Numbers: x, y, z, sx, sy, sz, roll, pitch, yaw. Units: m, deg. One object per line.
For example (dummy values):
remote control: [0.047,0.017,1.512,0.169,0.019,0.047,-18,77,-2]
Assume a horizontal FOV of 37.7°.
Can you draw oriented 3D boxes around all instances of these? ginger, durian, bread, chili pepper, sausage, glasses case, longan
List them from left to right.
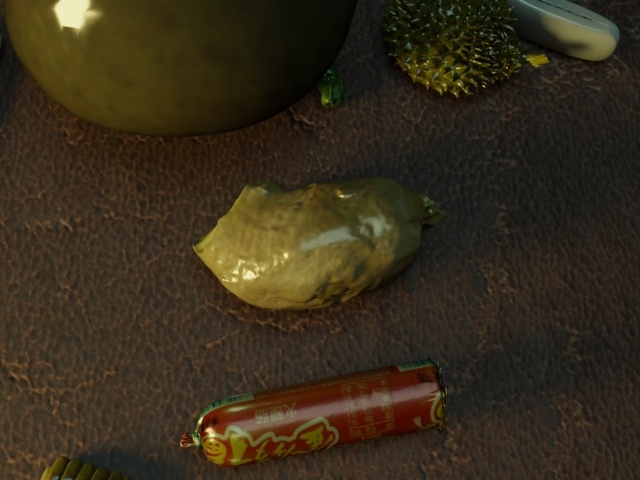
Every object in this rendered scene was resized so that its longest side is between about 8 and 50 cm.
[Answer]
bread: [-0.225,0.235,0.896,0.087,0.034,0.049,19,61,1]
longan: [-0.141,-0.269,0.965,0.360,0.361,0.361,3,68,-6]
sausage: [-0.008,0.174,0.929,0.263,0.083,0.083,-9,69,-9]
ginger: [0.000,0.000,0.966,0.267,0.138,0.152,2,62,-1]
chili pepper: [0.004,-0.195,1.103,0.034,0.030,0.091,-28,70,9]
durian: [0.171,-0.240,1.101,0.208,0.102,0.147,22,81,1]
glasses case: [0.285,-0.266,1.149,0.164,0.063,0.041,22,66,3]

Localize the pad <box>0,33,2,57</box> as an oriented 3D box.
pad: [-0.520,-0.139,1.020,0.286,0.018,0.284,10,67,-2]
